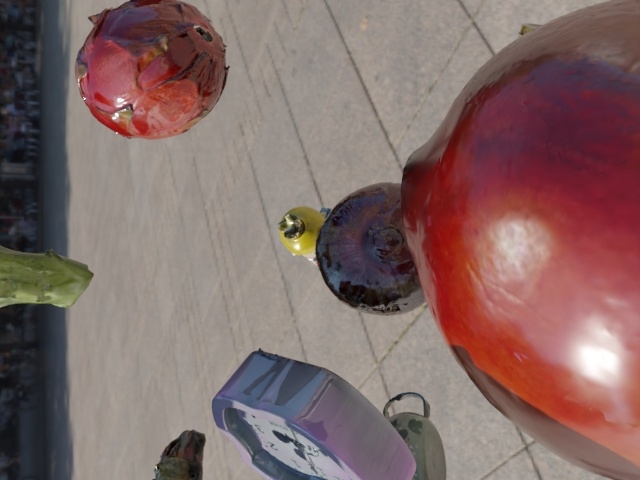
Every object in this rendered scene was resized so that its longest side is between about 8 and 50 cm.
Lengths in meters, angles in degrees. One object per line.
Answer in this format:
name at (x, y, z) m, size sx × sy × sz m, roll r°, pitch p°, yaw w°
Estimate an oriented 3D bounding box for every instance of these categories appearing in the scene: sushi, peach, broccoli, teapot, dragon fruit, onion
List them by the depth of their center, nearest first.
peach at (0.242, -0.009, 0.531) m, size 0.388 × 0.388 × 0.388 m, roll 0°, pitch 90°, yaw 63°
dragon fruit at (-0.273, -0.276, 1.106) m, size 0.241 × 0.252 × 0.241 m, roll -7°, pitch -90°, yaw -81°
broccoli at (-0.608, 0.015, 1.189) m, size 0.275 × 0.397 × 0.353 m, roll 36°, pitch 132°, yaw 35°
onion at (0.113, 0.016, 1.205) m, size 0.190 × 0.246 × 0.246 m, roll 105°, pitch 162°, yaw -83°
teapot at (0.161, 0.428, 1.308) m, size 0.129 × 0.193 × 0.294 m, roll -11°, pitch 49°, yaw 24°
sushi at (-0.287, 0.483, 1.350) m, size 0.226 × 0.097 × 0.103 m, roll -87°, pitch 16°, yaw -47°

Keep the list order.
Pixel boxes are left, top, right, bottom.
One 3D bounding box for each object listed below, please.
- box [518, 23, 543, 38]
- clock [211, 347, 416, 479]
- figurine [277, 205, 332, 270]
box at (0.342, -0.290, 1.001) m, size 0.105 × 0.105 × 0.037 m, roll -132°, pitch 46°, yaw -53°
clock at (-0.015, 0.325, 1.102) m, size 0.338 × 0.102 × 0.338 m, roll 25°, pitch 145°, yaw 19°
figurine at (-0.011, 0.010, 1.566) m, size 0.234 × 0.127 × 0.185 m, roll 13°, pitch -125°, yaw -84°
